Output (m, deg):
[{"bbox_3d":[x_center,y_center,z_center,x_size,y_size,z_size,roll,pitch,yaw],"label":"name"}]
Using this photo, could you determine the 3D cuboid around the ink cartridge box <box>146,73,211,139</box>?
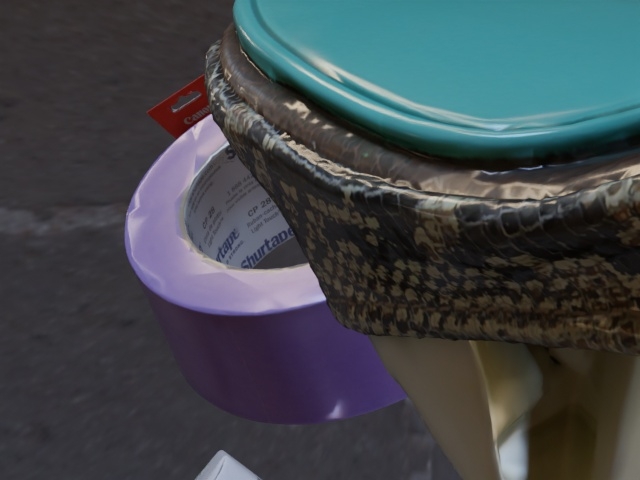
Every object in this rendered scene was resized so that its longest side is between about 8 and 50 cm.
[{"bbox_3d":[-0.061,-0.057,1.362,0.063,0.029,0.115,-30,121,31],"label":"ink cartridge box"}]

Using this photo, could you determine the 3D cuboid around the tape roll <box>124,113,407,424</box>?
[{"bbox_3d":[0.000,0.000,1.030,0.189,0.189,0.080,-16,129,5],"label":"tape roll"}]

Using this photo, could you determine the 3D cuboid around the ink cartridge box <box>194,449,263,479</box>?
[{"bbox_3d":[-0.002,0.207,1.240,0.181,0.224,0.056,39,82,-3],"label":"ink cartridge box"}]

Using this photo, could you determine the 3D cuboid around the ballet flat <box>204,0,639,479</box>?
[{"bbox_3d":[0.115,0.015,0.510,0.164,0.483,0.182,-14,102,-31],"label":"ballet flat"}]
